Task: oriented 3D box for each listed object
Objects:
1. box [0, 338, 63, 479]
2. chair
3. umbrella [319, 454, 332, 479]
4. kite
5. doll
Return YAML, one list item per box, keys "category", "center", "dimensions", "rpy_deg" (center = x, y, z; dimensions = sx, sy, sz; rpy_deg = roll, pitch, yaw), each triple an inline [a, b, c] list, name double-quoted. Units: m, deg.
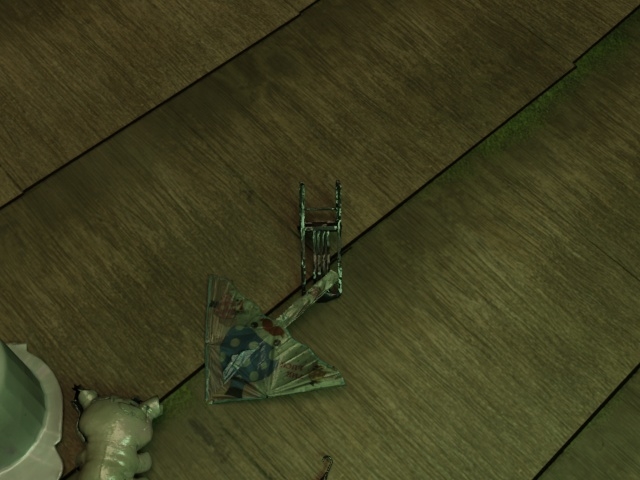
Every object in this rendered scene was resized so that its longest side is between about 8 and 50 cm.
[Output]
- category: "box"
  center: [-0.532, 0.256, 1.276]
  dimensions: [0.291, 0.206, 0.262]
  rpy_deg: [38, 66, 21]
- category: "chair"
  center: [0.000, 0.000, 1.523]
  dimensions: [0.084, 0.101, 0.213]
  rpy_deg: [-1, 97, -1]
- category: "umbrella"
  center: [-0.007, 0.409, 1.313]
  dimensions: [0.022, 0.022, 0.149]
  rpy_deg: [25, 67, -15]
- category: "kite"
  center: [-0.088, 0.158, 1.429]
  dimensions: [0.335, 0.011, 0.314]
  rpy_deg: [38, 75, 27]
- category: "doll"
  center: [-0.329, 0.320, 1.311]
  dimensions: [0.149, 0.095, 0.192]
  rpy_deg: [1, 63, 1]
